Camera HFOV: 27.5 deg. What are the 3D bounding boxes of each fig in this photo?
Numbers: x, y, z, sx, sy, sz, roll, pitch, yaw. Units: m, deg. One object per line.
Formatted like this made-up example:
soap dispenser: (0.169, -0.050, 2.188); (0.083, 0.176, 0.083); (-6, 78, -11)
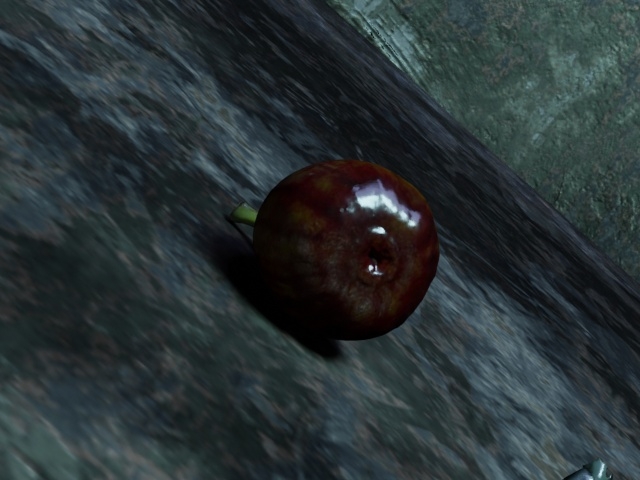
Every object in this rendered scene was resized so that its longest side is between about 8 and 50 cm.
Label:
fig: (0.000, 0.000, 0.639); (0.089, 0.089, 0.125); (36, -7, -26)

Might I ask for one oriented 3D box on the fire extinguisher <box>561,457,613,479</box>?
fire extinguisher: (0.179, 0.178, 0.598); (0.231, 0.071, 0.099); (39, 40, -11)
